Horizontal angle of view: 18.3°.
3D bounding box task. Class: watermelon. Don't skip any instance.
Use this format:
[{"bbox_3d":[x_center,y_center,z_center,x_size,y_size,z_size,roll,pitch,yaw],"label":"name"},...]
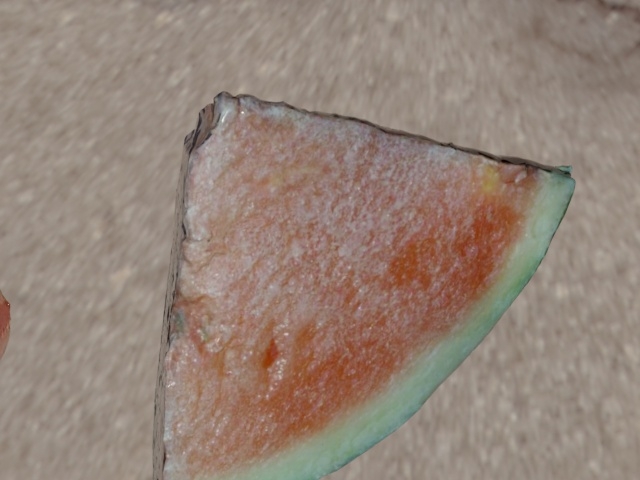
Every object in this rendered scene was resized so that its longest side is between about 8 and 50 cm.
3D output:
[{"bbox_3d":[0.010,0.020,0.800,0.207,0.202,0.136,-23,79,6],"label":"watermelon"}]

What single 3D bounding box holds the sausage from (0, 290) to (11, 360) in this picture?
[{"bbox_3d":[-0.197,0.083,0.886,0.074,0.274,0.074,1,109,2],"label":"sausage"}]
